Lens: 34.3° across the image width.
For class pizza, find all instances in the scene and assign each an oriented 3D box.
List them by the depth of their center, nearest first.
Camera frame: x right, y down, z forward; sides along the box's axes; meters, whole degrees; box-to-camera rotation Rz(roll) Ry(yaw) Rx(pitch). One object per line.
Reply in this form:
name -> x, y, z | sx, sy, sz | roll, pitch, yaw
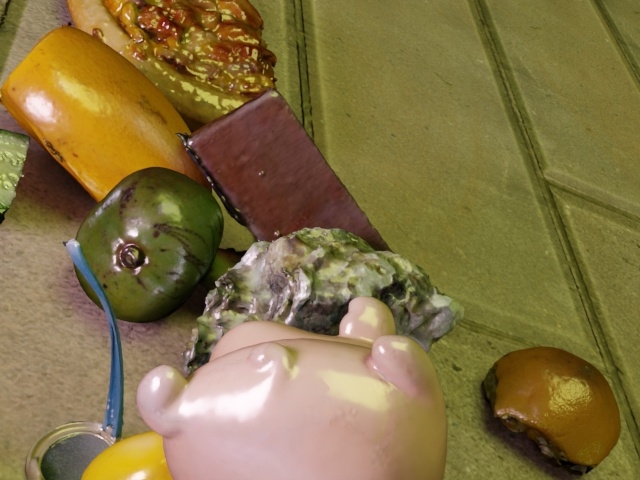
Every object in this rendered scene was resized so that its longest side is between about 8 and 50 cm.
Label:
pizza -> -0.176, -0.263, 1.389 | 0.278, 0.114, 0.409 | -23, 65, -46

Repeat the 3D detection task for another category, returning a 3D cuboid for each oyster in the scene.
oyster -> 0.000, 0.081, 0.994 | 0.268, 0.112, 0.198 | -38, 110, -17

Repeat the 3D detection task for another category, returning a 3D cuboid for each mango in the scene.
mango -> -0.218, -0.111, 1.127 | 0.257, 0.138, 0.187 | 41, 5, -17

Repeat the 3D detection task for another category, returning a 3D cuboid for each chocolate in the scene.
chocolate -> -0.010, -0.019, 1.087 | 0.321, 0.112, 0.112 | 52, 3, -13

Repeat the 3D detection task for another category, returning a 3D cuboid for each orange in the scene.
orange -> 0.275, 0.186, 1.201 | 0.170, 0.112, 0.160 | 18, 34, -42

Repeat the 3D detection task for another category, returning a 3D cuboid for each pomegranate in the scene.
pomegranate -> -0.146, 0.017, 1.035 | 0.191, 0.152, 0.131 | 33, 20, -41

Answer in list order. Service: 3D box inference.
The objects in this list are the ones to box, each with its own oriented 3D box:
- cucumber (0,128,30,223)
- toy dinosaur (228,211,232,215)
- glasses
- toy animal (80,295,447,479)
cucumber -> -0.408, -0.073, 0.986 | 0.244, 0.063, 0.115 | 15, 44, -26
toy dinosaur -> -0.085, -0.034, 1.250 | 0.060, 0.029, 0.119 | 3, 47, -14
glasses -> -0.235, 0.114, 0.798 | 0.088, 0.220, 0.190 | 6, 19, 35
toy animal -> -0.028, 0.152, 0.809 | 0.278, 0.345, 0.246 | 8, 41, 16
